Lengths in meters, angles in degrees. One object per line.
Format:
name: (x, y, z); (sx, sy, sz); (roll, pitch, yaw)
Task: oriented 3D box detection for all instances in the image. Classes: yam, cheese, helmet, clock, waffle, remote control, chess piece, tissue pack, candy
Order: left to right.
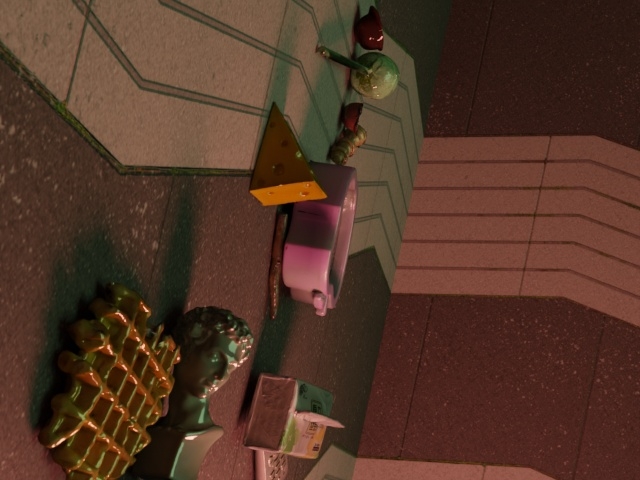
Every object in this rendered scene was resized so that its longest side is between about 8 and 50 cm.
waffle: (-0.256, 0.181, 1.173); (0.309, 0.065, 0.283); (-45, 145, -70)
remote control: (-0.121, 0.455, 2.041); (0.109, 0.055, 0.313); (-50, 145, -52)
yam: (-0.089, 0.055, 1.867); (0.029, 0.027, 0.234); (-145, -123, -59)
cheese: (-0.065, -0.163, 1.688); (0.093, 0.126, 0.171); (49, 35, -67)
tissue pack: (-0.043, 0.379, 1.931); (0.229, 0.145, 0.159); (39, 62, -64)
clock: (0.000, 0.000, 1.991); (0.338, 0.102, 0.338); (10, 90, -82)
chess piece: (0.064, -0.229, 2.233); (0.172, 0.060, 0.060); (-56, 154, -56)
helmet: (0.074, -0.299, 2.226); (0.065, 0.049, 0.084); (101, 2, -72)
candy: (0.081, -0.401, 2.090); (0.440, 0.119, 0.119); (-2, 103, -70)
helmet: (0.109, -0.501, 2.191); (0.089, 0.057, 0.111); (-118, -166, -46)

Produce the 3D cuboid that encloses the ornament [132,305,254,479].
ornament: (-0.196, 0.236, 1.381); (0.120, 0.130, 0.285); (34, 75, -59)
